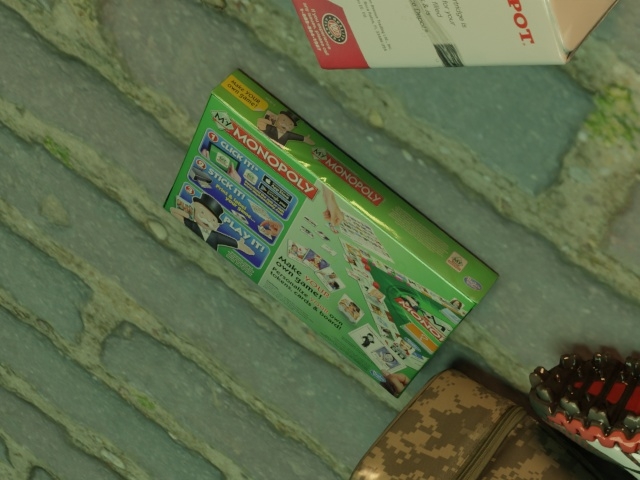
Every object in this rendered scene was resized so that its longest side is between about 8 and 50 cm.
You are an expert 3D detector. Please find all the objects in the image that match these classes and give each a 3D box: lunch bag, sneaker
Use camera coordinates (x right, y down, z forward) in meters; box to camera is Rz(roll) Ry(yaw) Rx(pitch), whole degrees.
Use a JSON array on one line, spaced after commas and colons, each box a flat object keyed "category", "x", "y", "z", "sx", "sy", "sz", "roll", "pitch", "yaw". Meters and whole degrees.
[{"category": "lunch bag", "x": 0.162, "y": 0.313, "z": 1.470, "sx": 0.256, "sy": 0.212, "sz": 0.305, "roll": 30, "pitch": 142, "yaw": 18}, {"category": "sneaker", "x": 0.310, "y": 0.187, "z": 1.294, "sx": 0.276, "sy": 0.097, "sz": 0.135, "roll": 15, "pitch": 134, "yaw": 31}]

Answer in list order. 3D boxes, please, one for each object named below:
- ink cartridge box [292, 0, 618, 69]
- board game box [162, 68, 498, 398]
[{"category": "ink cartridge box", "x": 0.082, "y": -0.224, "z": 1.082, "sx": 0.237, "sy": 0.100, "sz": 0.172, "roll": 4, "pitch": 130, "yaw": 42}, {"category": "board game box", "x": 0.000, "y": 0.000, "z": 1.442, "sx": 0.317, "sy": 0.046, "sz": 0.213, "roll": 39, "pitch": 144, "yaw": 5}]
